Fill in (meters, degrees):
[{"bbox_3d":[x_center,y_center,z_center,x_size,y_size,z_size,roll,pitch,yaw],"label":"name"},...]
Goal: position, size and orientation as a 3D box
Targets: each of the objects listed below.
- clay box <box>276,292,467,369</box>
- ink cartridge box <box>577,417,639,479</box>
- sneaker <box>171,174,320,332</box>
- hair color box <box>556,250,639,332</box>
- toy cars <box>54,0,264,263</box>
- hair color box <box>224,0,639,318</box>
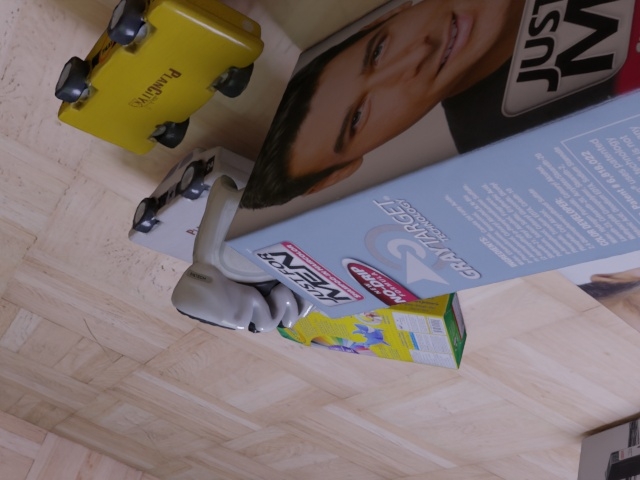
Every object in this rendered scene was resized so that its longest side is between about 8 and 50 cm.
[{"bbox_3d":[0.045,0.081,0.972,0.222,0.053,0.127,8,149,22],"label":"clay box"},{"bbox_3d":[0.461,0.289,1.017,0.197,0.114,0.273,23,151,-9],"label":"ink cartridge box"},{"bbox_3d":[0.000,0.000,0.737,0.110,0.118,0.292,13,-169,31],"label":"sneaker"},{"bbox_3d":[0.324,-0.036,0.564,0.185,0.110,0.339,33,149,-25],"label":"hair color box"},{"bbox_3d":[-0.113,-0.096,0.741,0.177,0.087,0.393,3,153,6],"label":"toy cars"},{"bbox_3d":[0.115,-0.084,0.521,0.114,0.185,0.375,36,146,-28],"label":"hair color box"}]
